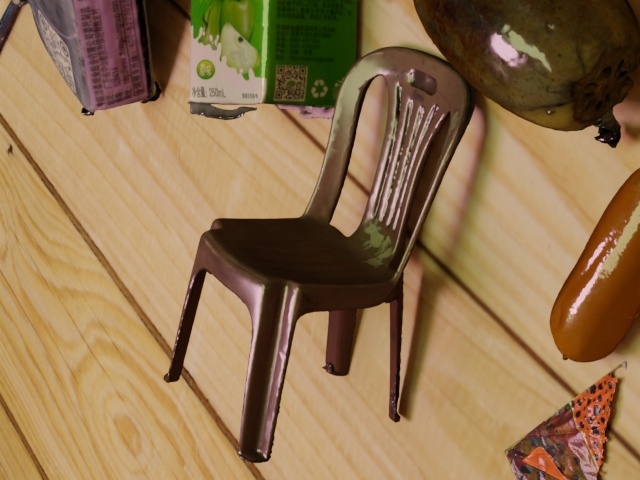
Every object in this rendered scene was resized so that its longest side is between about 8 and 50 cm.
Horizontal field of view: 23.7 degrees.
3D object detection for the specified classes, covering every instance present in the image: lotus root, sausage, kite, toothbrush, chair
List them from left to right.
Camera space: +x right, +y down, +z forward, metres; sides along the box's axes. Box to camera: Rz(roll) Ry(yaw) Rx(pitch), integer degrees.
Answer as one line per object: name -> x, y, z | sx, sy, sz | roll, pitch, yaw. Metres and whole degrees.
toothbrush -> -0.425, -0.318, 2.103 | 0.288, 0.024, 0.026 | -50, 51, 47
chair -> 0.000, 0.000, 1.311 | 0.175, 0.183, 0.326 | 34, 121, 51
lotus root -> 0.145, -0.174, 1.128 | 0.241, 0.123, 0.124 | 53, 125, 39
kite -> 0.182, 0.186, 1.199 | 0.125, 0.008, 0.222 | 22, 110, 58
sausage -> 0.213, 0.021, 1.096 | 0.062, 0.054, 0.183 | 37, 125, 17

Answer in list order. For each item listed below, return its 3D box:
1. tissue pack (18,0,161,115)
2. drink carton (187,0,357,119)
tissue pack -> -0.275, -0.344, 1.662 | 0.361, 0.122, 0.259 | 91, 155, -50
drink carton -> -0.044, -0.248, 1.431 | 0.161, 0.108, 0.271 | 9, 100, 57
